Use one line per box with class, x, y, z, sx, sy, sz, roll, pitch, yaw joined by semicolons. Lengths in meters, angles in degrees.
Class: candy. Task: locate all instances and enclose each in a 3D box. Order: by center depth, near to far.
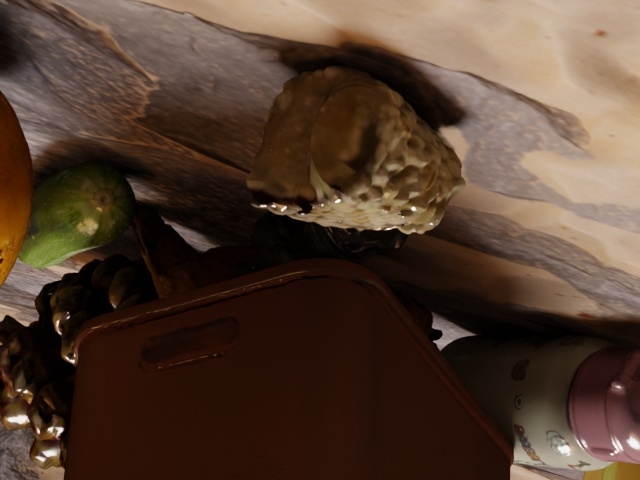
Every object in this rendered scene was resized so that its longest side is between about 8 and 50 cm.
candy;0.018;-0.042;0.718;0.095;0.085;0.110;14;172;45

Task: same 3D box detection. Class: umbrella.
umbrella;-0.003;0.000;0.927;0.071;0.080;0.224;54;155;-2

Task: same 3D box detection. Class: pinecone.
pinecone;-0.172;0.128;1.231;0.243;0.243;0.257;27;161;-36

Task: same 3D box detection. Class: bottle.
bottle;0.197;0.131;1.097;0.110;0.110;0.233;26;162;-34

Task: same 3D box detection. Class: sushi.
sushi;-0.036;0.076;1.106;0.287;0.140;0.149;18;128;-7

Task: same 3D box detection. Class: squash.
squash;-0.198;-0.017;1.049;0.066;0.066;0.229;21;164;-20

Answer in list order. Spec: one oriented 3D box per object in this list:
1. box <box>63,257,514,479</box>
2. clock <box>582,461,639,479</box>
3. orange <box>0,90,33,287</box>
box;-0.016;0.211;0.959;0.239;0.229;0.339;-14;141;23
clock;0.287;0.221;1.150;0.096;0.202;0.143;2;159;41
orange;-0.288;-0.029;0.787;0.240;0.240;0.240;15;165;4
